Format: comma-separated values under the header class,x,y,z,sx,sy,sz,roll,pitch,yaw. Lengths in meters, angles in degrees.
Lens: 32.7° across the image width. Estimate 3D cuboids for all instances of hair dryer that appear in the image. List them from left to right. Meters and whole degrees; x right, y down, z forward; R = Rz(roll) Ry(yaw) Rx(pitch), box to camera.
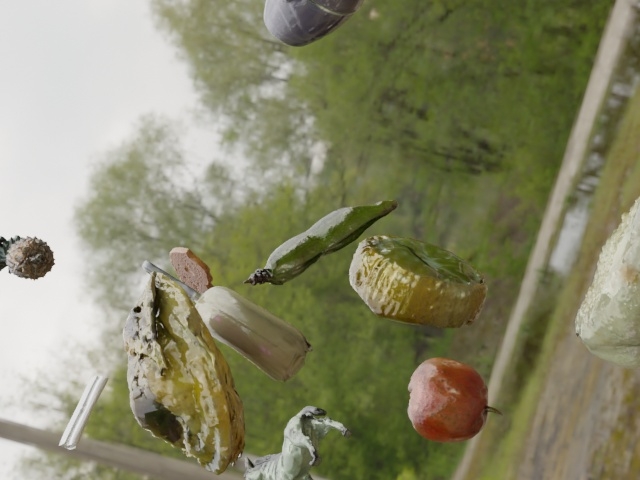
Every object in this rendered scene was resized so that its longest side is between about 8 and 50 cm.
class,x,y,z,sx,sy,sz,roll,pitch,yaw
hair dryer,-0.054,-0.349,1.303,0.361,0.121,0.301,-12,-24,-43

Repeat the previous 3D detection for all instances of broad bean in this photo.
class,x,y,z,sx,sy,sz,roll,pitch,yaw
broad bean,0.000,0.000,1.967,0.339,0.077,0.061,-33,-64,-21

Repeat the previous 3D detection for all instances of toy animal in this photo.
class,x,y,z,sx,sy,sz,roll,pitch,yaw
toy animal,-0.046,0.360,1.815,0.176,0.073,0.216,39,114,46

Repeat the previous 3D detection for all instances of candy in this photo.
class,x,y,z,sx,sy,sz,roll,pitch,yaw
candy,0.180,0.076,2.014,0.260,0.260,0.118,-60,-10,-73

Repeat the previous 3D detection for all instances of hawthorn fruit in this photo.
class,x,y,z,sx,sy,sz,roll,pitch,yaw
hawthorn fruit,0.283,0.338,2.289,0.179,0.201,0.179,4,-90,-69

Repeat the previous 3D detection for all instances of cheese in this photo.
class,x,y,z,sx,sy,sz,roll,pitch,yaw
cheese,-0.146,0.111,1.651,0.082,0.286,0.163,-56,-9,-10

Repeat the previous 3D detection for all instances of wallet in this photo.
class,x,y,z,sx,sy,sz,roll,pitch,yaw
wallet,-0.379,0.276,1.752,0.061,0.025,0.122,-23,39,58

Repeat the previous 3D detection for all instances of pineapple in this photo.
class,x,y,z,sx,sy,sz,roll,pitch,yaw
pineapple,-0.567,0.030,2.067,0.221,0.103,0.083,2,80,61

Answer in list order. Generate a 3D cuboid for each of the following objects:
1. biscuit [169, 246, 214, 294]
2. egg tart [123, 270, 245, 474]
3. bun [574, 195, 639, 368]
class,x,y,z,sx,sy,sz,roll,pitch,yaw
biscuit,-0.257,0.062,2.205,0.019,0.102,0.130,-51,-38,-31
egg tart,-0.201,0.181,1.464,0.297,0.132,0.297,163,90,-73
bun,0.420,0.044,1.364,0.239,0.141,0.239,24,-90,-83
